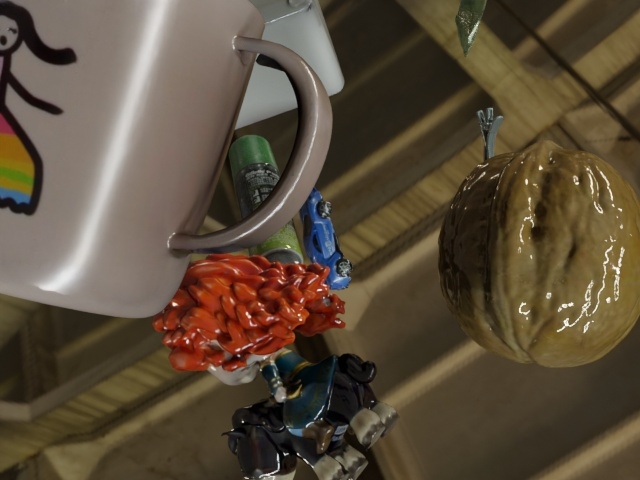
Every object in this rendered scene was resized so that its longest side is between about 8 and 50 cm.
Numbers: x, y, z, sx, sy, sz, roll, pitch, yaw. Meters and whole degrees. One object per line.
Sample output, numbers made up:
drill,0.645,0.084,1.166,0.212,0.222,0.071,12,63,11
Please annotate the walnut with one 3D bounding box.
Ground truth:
walnut,0.323,0.018,1.309,0.333,0.333,0.332,-27,-134,33

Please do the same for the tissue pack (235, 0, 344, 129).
tissue pack,-0.121,-0.219,0.962,0.246,0.136,0.159,-18,-121,6

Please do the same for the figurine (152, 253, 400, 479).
figurine,-0.069,0.199,1.370,0.306,0.241,0.411,-30,-96,39

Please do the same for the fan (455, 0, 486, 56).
fan,0.162,-0.285,0.923,0.131,0.009,0.240,114,-10,-51

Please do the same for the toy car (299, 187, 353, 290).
toy car,0.000,0.000,1.784,0.063,0.216,0.103,-20,-179,-18

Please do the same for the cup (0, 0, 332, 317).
cup,-0.122,-0.058,0.545,0.253,0.191,0.200,13,-93,14

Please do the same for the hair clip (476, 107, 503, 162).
hair clip,0.272,-0.149,1.417,0.030,0.115,0.039,-17,-156,-19

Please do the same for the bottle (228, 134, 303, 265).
bottle,-0.106,-0.067,1.666,0.093,0.093,0.330,-39,-139,21
